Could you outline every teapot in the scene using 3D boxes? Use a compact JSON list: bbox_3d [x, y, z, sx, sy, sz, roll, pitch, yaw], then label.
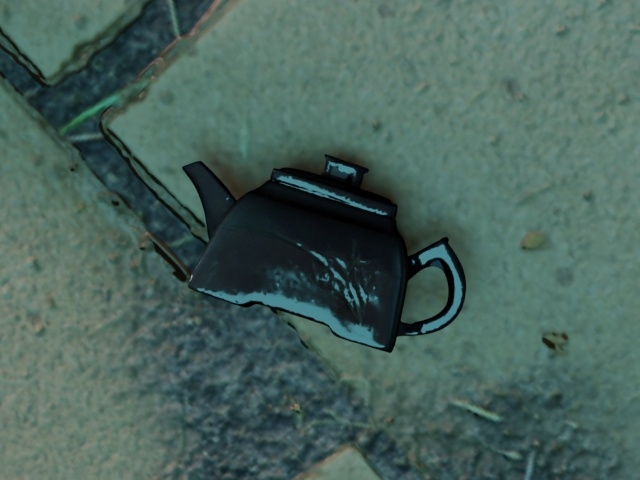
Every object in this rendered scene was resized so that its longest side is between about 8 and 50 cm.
[{"bbox_3d":[0.000,0.000,1.000,0.177,0.087,0.096,18,91,4],"label":"teapot"}]
